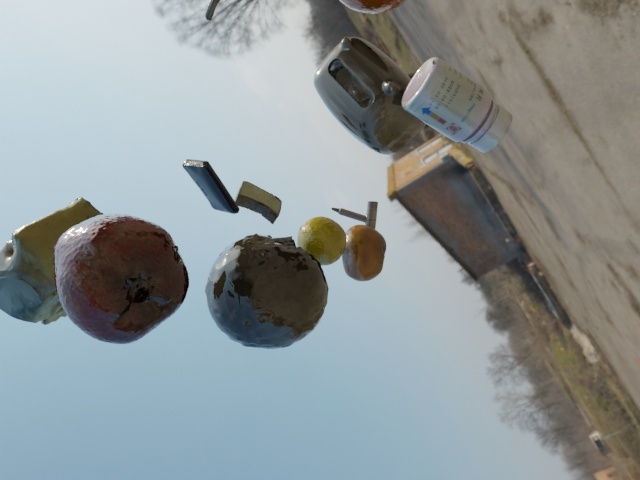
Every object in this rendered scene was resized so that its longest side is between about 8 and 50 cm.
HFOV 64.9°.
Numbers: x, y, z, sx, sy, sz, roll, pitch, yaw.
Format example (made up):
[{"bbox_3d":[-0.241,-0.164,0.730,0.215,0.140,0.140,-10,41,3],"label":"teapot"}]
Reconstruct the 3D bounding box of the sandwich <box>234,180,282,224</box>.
[{"bbox_3d":[-0.288,-0.181,2.333,0.215,0.065,0.186,26,-155,-15],"label":"sandwich"}]

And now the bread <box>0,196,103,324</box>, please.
[{"bbox_3d":[-0.801,0.077,1.481,0.239,0.395,0.264,45,-145,-1],"label":"bread"}]

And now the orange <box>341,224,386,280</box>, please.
[{"bbox_3d":[0.192,0.060,2.179,0.249,0.183,0.248,-2,-90,-68],"label":"orange"}]

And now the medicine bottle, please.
[{"bbox_3d":[0.394,-0.382,1.450,0.293,0.170,0.170,29,-156,-13],"label":"medicine bottle"}]

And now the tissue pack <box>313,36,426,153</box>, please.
[{"bbox_3d":[0.159,-0.489,1.687,0.387,0.267,0.277,54,-161,25],"label":"tissue pack"}]

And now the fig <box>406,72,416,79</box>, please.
[{"bbox_3d":[0.301,-0.547,1.812,0.103,0.155,0.109,-76,-16,-44],"label":"fig"}]

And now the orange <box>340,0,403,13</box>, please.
[{"bbox_3d":[0.203,-0.939,1.595,0.326,0.423,0.424,23,-169,11],"label":"orange"}]

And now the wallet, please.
[{"bbox_3d":[-0.401,-0.192,1.841,0.044,0.149,0.250,-55,-42,-27],"label":"wallet"}]

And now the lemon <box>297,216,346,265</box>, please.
[{"bbox_3d":[0.000,0.000,1.855,0.203,0.178,0.178,27,-179,27],"label":"lemon"}]

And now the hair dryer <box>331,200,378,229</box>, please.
[{"bbox_3d":[0.157,-0.097,2.406,0.053,0.221,0.195,-32,-53,-84],"label":"hair dryer"}]

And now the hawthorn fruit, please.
[{"bbox_3d":[-0.490,0.072,1.173,0.369,0.284,0.285,18,170,34],"label":"hawthorn fruit"}]

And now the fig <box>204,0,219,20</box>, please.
[{"bbox_3d":[-0.189,-0.599,1.074,0.175,0.175,0.207,41,-134,-46],"label":"fig"}]

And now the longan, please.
[{"bbox_3d":[-0.167,0.157,1.613,0.391,0.391,0.391,52,-163,-22],"label":"longan"}]
